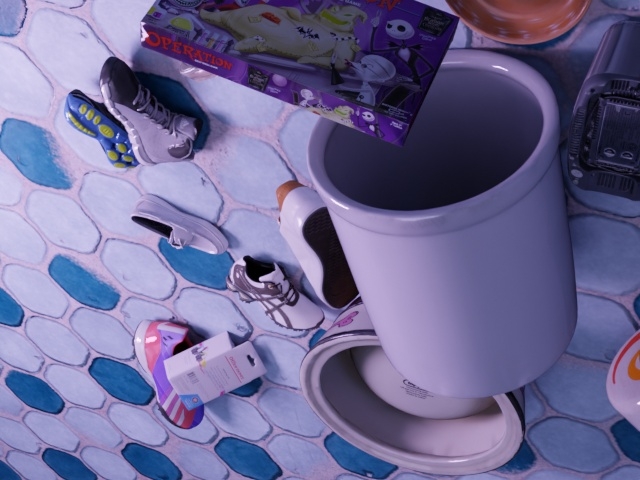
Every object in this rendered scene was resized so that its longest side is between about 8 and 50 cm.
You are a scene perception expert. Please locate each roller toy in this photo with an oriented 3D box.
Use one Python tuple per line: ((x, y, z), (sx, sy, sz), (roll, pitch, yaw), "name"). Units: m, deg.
((0.541, 0.215, 1.626), (0.146, 0.209, 0.191), (40, 159, -14), "roller toy")

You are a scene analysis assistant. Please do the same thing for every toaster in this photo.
((0.387, -0.172, 1.327), (0.129, 0.146, 0.227), (13, 139, 16), "toaster")

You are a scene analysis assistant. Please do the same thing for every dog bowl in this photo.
((0.177, 0.243, 1.890), (0.408, 0.150, 0.408), (15, 141, 13), "dog bowl")

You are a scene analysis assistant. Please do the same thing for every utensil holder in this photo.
((0.185, -0.014, 1.481), (0.327, 0.328, 0.385), (5, 139, 24), "utensil holder")

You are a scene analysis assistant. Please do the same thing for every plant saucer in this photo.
((0.242, -0.335, 1.316), (0.200, 0.037, 0.200), (16, 139, 14), "plant saucer")

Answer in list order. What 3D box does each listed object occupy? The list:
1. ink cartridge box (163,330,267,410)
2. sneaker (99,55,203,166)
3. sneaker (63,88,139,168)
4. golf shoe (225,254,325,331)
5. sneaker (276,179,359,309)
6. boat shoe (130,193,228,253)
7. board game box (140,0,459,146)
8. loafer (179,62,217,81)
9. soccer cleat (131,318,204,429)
((-0.212, 0.257, 2.162), (0.181, 0.061, 0.104), (-25, 128, -1), "ink cartridge box")
((-0.257, -0.208, 1.711), (0.132, 0.086, 0.229), (4, 146, 19), "sneaker")
((-0.359, -0.190, 1.795), (0.067, 0.078, 0.188), (-31, 134, 15), "sneaker")
((-0.077, 0.096, 1.937), (0.198, 0.077, 0.094), (27, 141, -1), "golf shoe")
((0.000, 0.000, 1.798), (0.123, 0.106, 0.290), (45, 164, 37), "sneaker")
((-0.257, -0.017, 1.922), (0.184, 0.063, 0.066), (32, 141, -6), "boat shoe")
((-0.022, -0.260, 1.316), (0.346, 0.208, 0.056), (21, 141, 6), "board game box")
((-0.160, -0.267, 1.617), (0.125, 0.045, 0.039), (-3, 149, 41), "loafer")
((-0.293, 0.294, 2.257), (0.116, 0.109, 0.318), (2, 132, 22), "soccer cleat")
